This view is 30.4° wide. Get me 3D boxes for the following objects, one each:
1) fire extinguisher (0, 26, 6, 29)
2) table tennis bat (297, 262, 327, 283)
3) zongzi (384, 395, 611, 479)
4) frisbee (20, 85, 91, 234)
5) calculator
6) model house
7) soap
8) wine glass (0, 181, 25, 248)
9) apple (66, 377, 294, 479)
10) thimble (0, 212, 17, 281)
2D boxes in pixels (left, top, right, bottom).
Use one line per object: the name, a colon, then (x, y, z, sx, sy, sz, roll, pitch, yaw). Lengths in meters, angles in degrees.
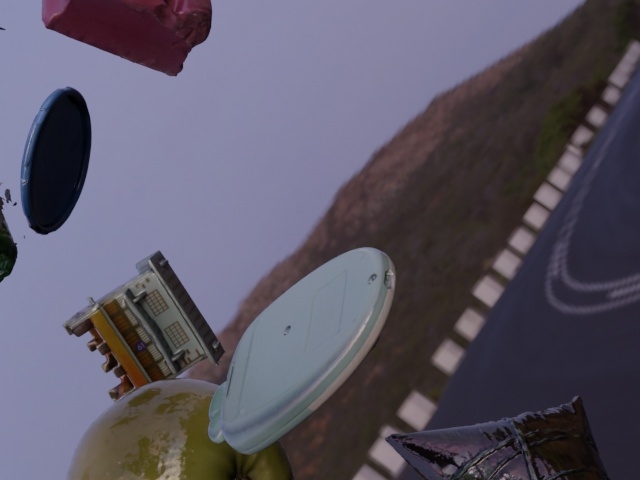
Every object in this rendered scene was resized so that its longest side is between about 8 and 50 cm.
fire extinguisher: (-0.587, -0.195, 1.694, 0.344, 0.102, 0.138, -54, -52, -8)
table tennis bat: (0.000, 0.000, 1.350, 0.107, 0.119, 0.170, -37, 14, -28)
zongzi: (0.294, 0.402, 1.855, 0.319, 0.362, 0.383, 103, 163, -47)
frisbee: (-0.433, -0.130, 1.890, 0.242, 0.045, 0.242, 12, -90, -81)
calculator: (-0.014, 0.059, 0.605, 0.153, 0.021, 0.095, -38, 28, 35)
model house: (-0.315, 0.168, 2.097, 0.215, 0.224, 0.198, -34, 5, -14)
soap: (-0.289, -0.446, 1.779, 0.128, 0.233, 0.359, -40, 45, 41)
wine glass: (-0.452, -0.060, 1.032, 0.190, 0.357, 0.190, -28, 43, 30)
apple: (-0.177, 0.323, 1.522, 0.254, 0.292, 0.292, -12, 22, 38)
thimble: (-0.399, 0.002, 1.283, 0.130, 0.090, 0.118, -4, -29, -45)
